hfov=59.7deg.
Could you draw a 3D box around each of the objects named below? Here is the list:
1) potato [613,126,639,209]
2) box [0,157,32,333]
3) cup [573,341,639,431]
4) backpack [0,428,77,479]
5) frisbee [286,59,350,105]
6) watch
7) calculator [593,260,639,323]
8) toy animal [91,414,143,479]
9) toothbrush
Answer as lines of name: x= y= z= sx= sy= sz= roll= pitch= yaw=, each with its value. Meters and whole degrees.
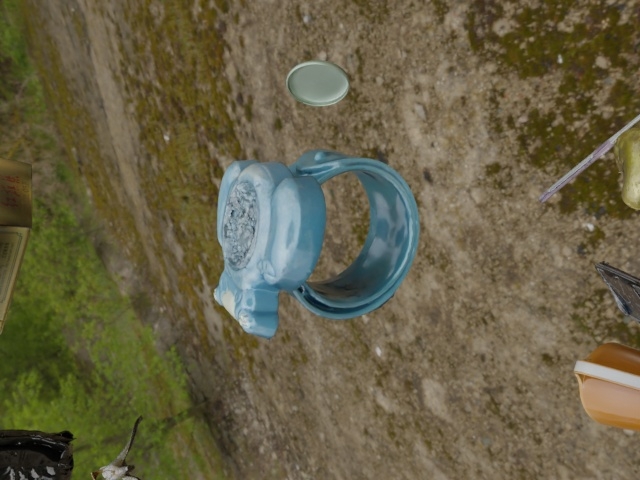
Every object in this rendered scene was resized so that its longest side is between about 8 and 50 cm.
potato: x=0.513 y=-0.117 z=0.890 sx=0.091 sy=0.070 sz=0.138 roll=45 pitch=-136 yaw=-61
box: x=-0.500 y=0.013 z=0.855 sx=0.240 sy=0.071 sz=0.159 roll=-57 pitch=43 yaw=30
cup: x=0.661 y=0.307 z=1.135 sx=0.183 sy=0.226 sz=0.264 roll=-69 pitch=18 yaw=-9
backpack: x=-0.429 y=0.318 z=0.768 sx=0.120 sy=0.165 sz=0.106 roll=173 pitch=101 yaw=-69
frisbee: x=-0.004 y=-0.269 z=0.956 sx=0.110 sy=0.110 sz=0.014 roll=125 pitch=152 yaw=-61
watch: x=0.000 y=0.000 z=0.594 sx=0.211 sy=0.193 sz=0.211 roll=-14 pitch=73 yaw=60
calculator: x=0.665 y=0.131 z=1.169 sx=0.166 sy=0.028 sz=0.274 roll=57 pitch=-170 yaw=-1
toy animal: x=-0.580 y=0.681 z=1.626 sx=0.197 sy=0.160 sz=0.273 roll=114 pitch=138 yaw=-80
toothbrush: x=0.584 y=-0.180 z=1.163 sx=0.029 sy=0.024 sz=0.354 roll=34 pitch=142 yaw=-2
